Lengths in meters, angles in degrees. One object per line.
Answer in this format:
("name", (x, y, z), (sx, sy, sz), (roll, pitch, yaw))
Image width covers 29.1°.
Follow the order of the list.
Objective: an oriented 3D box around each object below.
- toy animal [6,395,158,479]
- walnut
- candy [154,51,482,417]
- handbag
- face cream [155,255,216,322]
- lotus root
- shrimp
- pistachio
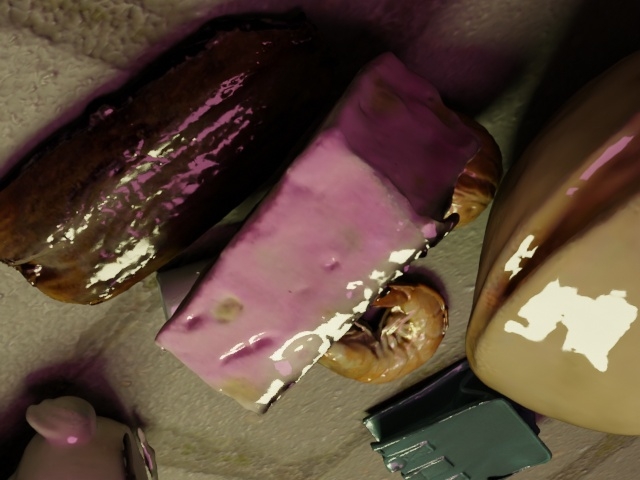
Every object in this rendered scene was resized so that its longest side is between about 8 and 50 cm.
("toy animal", (-0.311, 0.274, 1.185), (0.310, 0.182, 0.247), (-12, 137, -3))
("walnut", (0.093, -0.061, 1.028), (0.124, 0.105, 0.105), (22, 127, -23))
("candy", (0.000, 0.000, 0.939), (0.116, 0.155, 0.265), (37, 124, -6))
("handbag", (0.160, 0.233, 1.448), (0.179, 0.062, 0.229), (-28, 142, 14))
("face cream", (-0.045, 0.034, 1.110), (0.198, 0.057, 0.084), (-15, 144, -11))
("lotus root", (-0.115, -0.047, 0.962), (0.329, 0.078, 0.167), (-37, 141, 20))
("shrimp", (0.046, 0.085, 1.216), (0.133, 0.053, 0.236), (-39, 142, 25))
("pistachio", (0.302, -0.004, 1.043), (0.365, 0.281, 0.445), (-5, 144, -38))
